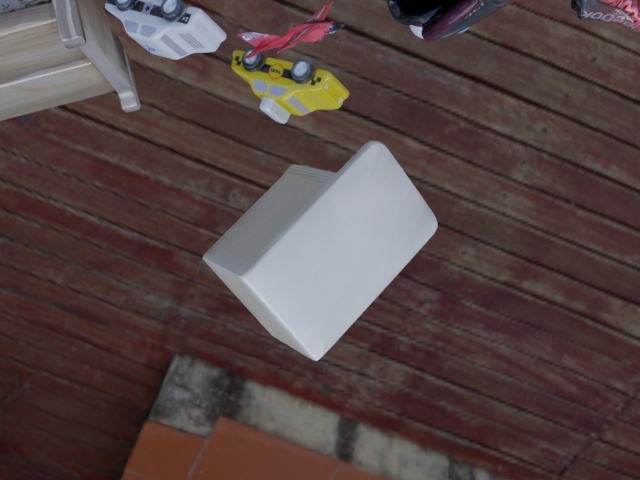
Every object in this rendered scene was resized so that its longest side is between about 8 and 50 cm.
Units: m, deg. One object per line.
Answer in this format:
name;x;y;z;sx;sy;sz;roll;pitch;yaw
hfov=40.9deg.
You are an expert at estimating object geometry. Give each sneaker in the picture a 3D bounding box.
sneaker;0.127;-0.236;0.731;0.162;0.281;0.107;-30;97;7
sneaker;0.593;-0.493;1.750;0.276;0.098;0.135;15;170;-40

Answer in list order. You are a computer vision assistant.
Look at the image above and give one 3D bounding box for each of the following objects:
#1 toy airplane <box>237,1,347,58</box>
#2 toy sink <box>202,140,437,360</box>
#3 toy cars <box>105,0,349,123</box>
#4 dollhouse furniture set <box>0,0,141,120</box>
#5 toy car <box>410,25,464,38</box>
toy airplane;-0.037;-0.257;1.081;0.151;0.151;0.028;-10;121;16
toy sink;0.000;0.000;1.056;0.234;0.131;0.153;-47;119;-14
toy cars;-0.151;-0.272;1.313;0.393;0.176;0.087;24;84;-12
dollhouse furniture set;-0.186;-0.173;0.496;0.303;0.355;0.174;-14;83;-2
toy car;0.261;-0.507;1.782;0.159;0.136;0.182;-23;78;34
